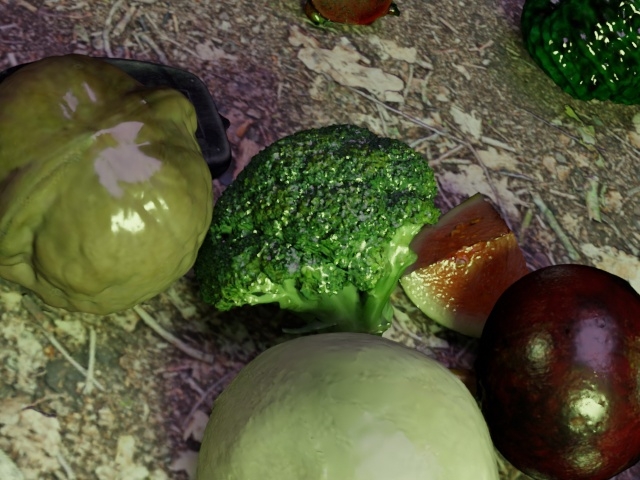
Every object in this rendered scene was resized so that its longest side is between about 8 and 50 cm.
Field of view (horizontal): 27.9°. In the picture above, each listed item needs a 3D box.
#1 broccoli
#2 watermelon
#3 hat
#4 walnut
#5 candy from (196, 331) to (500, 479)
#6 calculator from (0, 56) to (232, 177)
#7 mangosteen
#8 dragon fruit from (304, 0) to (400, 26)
[{"bbox_3d":[0.000,0.000,1.306,0.269,0.241,0.261,-7,26,21],"label":"broccoli"},{"bbox_3d":[0.161,0.039,1.464,0.145,0.137,0.193,-25,64,-2],"label":"watermelon"},{"bbox_3d":[0.464,-0.270,1.802,0.332,0.274,0.242,44,28,-26],"label":"hat"},{"bbox_3d":[-0.218,-0.055,1.223,0.248,0.248,0.248,15,48,-17],"label":"walnut"},{"bbox_3d":[0.020,0.200,1.150,0.295,0.185,0.295,-6,41,5],"label":"candy"},{"bbox_3d":[-0.218,-0.133,1.435,0.268,0.040,0.177,-2,57,-36],"label":"calculator"},{"bbox_3d":[0.231,0.147,1.353,0.261,0.235,0.235,-6,42,22],"label":"mangosteen"},{"bbox_3d":[0.045,-0.342,1.708,0.142,0.138,0.175,52,22,-14],"label":"dragon fruit"}]
